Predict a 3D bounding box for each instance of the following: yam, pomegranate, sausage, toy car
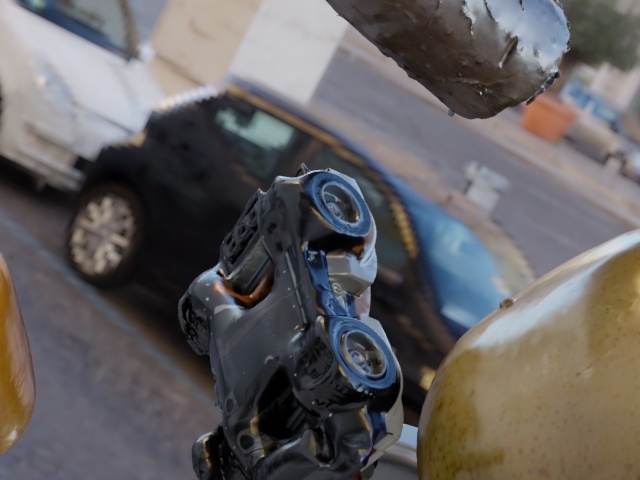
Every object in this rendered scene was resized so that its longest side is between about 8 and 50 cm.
[{"bbox_3d":[0.053,-0.208,1.344,0.279,0.131,0.131,38,4,-28],"label":"yam"},{"bbox_3d":[0.268,0.187,1.377,0.416,0.417,0.416,27,10,-5],"label":"pomegranate"},{"bbox_3d":[-0.258,0.078,1.307,0.105,0.105,0.274,30,-26,14],"label":"sausage"},{"bbox_3d":[-0.020,0.092,1.453,0.118,0.193,0.301,22,40,-35],"label":"toy car"}]

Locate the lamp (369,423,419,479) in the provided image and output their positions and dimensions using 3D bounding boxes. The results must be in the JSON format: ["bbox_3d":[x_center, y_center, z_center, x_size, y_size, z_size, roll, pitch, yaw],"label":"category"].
[{"bbox_3d":[0.046,0.235,1.639,0.246,0.179,0.108,20,25,7],"label":"lamp"}]
